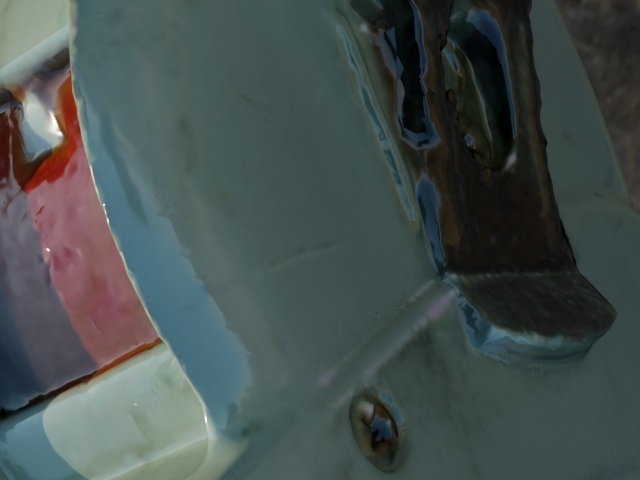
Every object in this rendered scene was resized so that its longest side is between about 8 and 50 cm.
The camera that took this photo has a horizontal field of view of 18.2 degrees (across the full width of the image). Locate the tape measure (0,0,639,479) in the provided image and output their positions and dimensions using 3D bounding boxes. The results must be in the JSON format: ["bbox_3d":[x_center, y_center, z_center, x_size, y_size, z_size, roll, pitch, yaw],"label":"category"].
[{"bbox_3d":[0.000,0.001,0.541,0.125,0.243,0.246,-24,79,34],"label":"tape measure"}]
